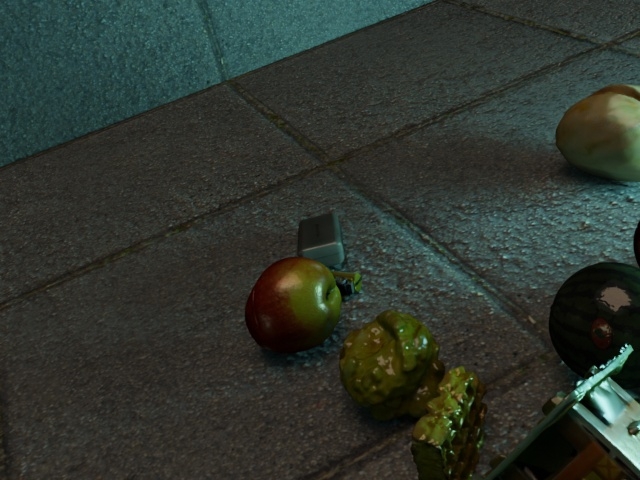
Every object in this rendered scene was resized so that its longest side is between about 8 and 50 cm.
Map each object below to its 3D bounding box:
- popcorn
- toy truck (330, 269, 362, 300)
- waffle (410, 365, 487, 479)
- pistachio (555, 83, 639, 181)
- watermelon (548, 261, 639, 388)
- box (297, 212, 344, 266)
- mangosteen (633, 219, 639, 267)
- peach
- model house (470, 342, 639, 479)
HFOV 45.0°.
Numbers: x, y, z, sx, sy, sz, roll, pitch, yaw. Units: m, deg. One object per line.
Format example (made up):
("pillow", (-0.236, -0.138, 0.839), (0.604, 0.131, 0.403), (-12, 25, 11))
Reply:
("popcorn", (0.125, 0.218, 1.357), (0.197, 0.156, 0.198), (-26, 35, 20))
("toy truck", (0.026, 0.092, 1.683), (0.123, 0.052, 0.063), (5, 33, 28))
("waffle", (0.207, 0.288, 1.189), (0.055, 0.161, 0.211), (5, 38, 30))
("pistachio", (0.686, -0.243, 1.764), (0.229, 0.230, 0.308), (-30, 17, -22))
("watermelon", (0.481, 0.137, 1.265), (0.212, 0.212, 0.212), (-11, 32, 7))
("box", (0.000, 0.000, 1.783), (0.103, 0.055, 0.244), (-13, 18, 3))
("mangosteen", (0.666, 0.037, 1.364), (0.215, 0.215, 0.258), (1, 63, 25))
("peach", (-0.059, 0.128, 1.543), (0.192, 0.190, 0.190), (-12, 31, 14))
("model house", (0.408, 0.341, 1.016), (0.313, 0.243, 0.357), (48, 25, 21))
